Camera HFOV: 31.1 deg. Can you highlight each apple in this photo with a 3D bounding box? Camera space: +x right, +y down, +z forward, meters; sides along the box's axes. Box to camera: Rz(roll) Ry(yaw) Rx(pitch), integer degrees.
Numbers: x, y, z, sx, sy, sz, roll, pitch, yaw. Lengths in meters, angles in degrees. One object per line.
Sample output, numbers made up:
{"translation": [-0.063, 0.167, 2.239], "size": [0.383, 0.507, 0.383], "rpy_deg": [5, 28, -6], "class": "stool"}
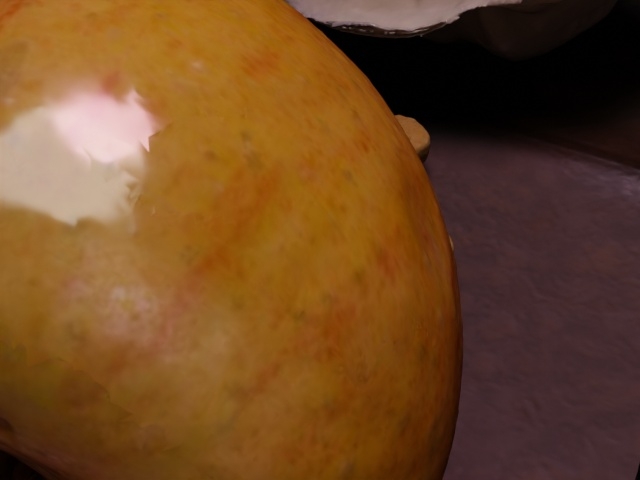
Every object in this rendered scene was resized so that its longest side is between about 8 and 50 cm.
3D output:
{"translation": [-0.082, 0.025, 0.478], "size": [0.299, 0.299, 0.275], "rpy_deg": [10, 30, 13], "class": "apple"}

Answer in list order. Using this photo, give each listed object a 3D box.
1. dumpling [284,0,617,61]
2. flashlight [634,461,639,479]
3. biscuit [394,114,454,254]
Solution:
{"translation": [0.112, -0.244, 0.838], "size": [0.395, 0.233, 0.315], "rpy_deg": [13, 43, 37], "class": "dumpling"}
{"translation": [0.349, 0.101, 0.530], "size": [0.424, 0.103, 0.103], "rpy_deg": [-9, 41, -13], "class": "flashlight"}
{"translation": [0.000, 0.001, 0.690], "size": [0.158, 0.035, 0.240], "rpy_deg": [0, 40, 4], "class": "biscuit"}
